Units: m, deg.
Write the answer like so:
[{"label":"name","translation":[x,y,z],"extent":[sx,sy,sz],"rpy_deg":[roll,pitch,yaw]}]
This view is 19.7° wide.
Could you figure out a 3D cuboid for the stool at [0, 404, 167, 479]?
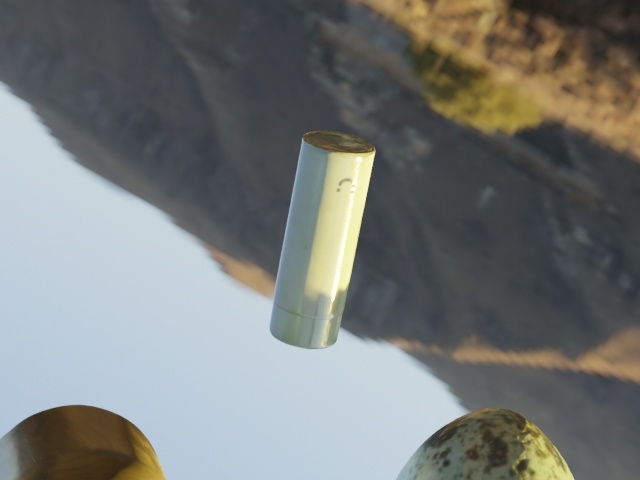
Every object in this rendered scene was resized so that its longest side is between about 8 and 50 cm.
[{"label":"stool","translation":[-0.206,0.274,1.629],"extent":[0.179,0.179,0.264],"rpy_deg":[28,-173,-20]}]

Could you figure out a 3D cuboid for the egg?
[{"label":"egg","translation":[0.095,0.182,1.079],"extent":[0.132,0.172,0.132],"rpy_deg":[6,-172,-1]}]

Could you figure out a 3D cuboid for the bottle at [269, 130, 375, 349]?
[{"label":"bottle","translation":[0.000,0.000,1.775],"extent":[0.072,0.201,0.072],"rpy_deg":[9,-162,-3]}]
